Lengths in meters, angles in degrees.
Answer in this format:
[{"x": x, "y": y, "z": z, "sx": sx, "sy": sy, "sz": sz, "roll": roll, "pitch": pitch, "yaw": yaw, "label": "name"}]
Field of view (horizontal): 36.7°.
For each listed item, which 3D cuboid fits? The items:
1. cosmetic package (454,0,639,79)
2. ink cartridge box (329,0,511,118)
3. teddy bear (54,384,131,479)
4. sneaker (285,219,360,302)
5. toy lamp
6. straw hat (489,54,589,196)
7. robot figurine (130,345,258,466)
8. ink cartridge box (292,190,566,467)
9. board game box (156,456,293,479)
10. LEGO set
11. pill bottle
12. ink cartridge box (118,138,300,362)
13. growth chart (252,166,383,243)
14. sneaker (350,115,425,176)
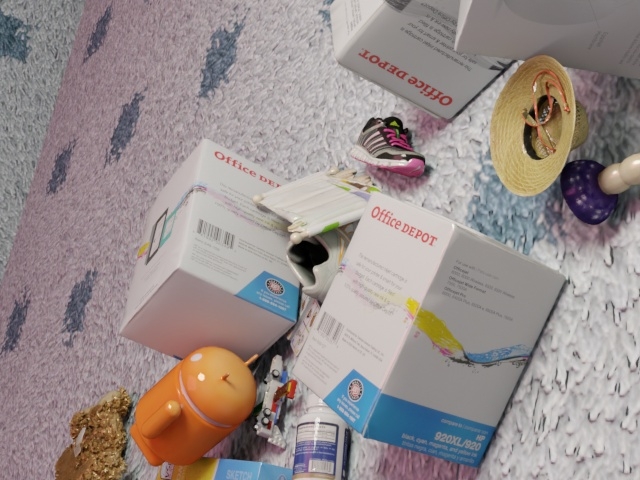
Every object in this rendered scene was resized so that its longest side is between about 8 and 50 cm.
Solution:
[{"x": 0.263, "y": -0.277, "z": 0.914, "sx": 0.224, "sy": 0.224, "sz": 0.138, "roll": 100, "pitch": 180, "yaw": -68, "label": "cosmetic package"}, {"x": 0.167, "y": -0.304, "z": 1.194, "sx": 0.273, "sy": 0.197, "sz": 0.114, "roll": -43, "pitch": 36, "yaw": 36, "label": "ink cartridge box"}, {"x": -0.425, "y": 0.435, "z": 1.802, "sx": 0.245, "sy": 0.113, "sz": 0.338, "roll": -43, "pitch": 30, "yaw": 26, "label": "teddy bear"}, {"x": 0.000, "y": 0.000, "z": 1.347, "sx": 0.099, "sy": 0.121, "sz": 0.262, "roll": -55, "pitch": 32, "yaw": 20, "label": "sneaker"}, {"x": 0.347, "y": -0.089, "z": 0.882, "sx": 0.274, "sy": 0.080, "sz": 0.080, "roll": -31, "pitch": 46, "yaw": 51, "label": "toy lamp"}, {"x": 0.239, "y": -0.115, "z": 0.986, "sx": 0.144, "sy": 0.061, "sz": 0.144, "roll": 1, "pitch": 91, "yaw": 64, "label": "straw hat"}, {"x": -0.179, "y": 0.237, "z": 1.388, "sx": 0.219, "sy": 0.158, "sz": 0.128, "roll": -42, "pitch": 38, "yaw": 26, "label": "robot figurine"}, {"x": 0.115, "y": 0.092, "z": 1.049, "sx": 0.171, "sy": 0.168, "sz": 0.233, "roll": 32, "pitch": 99, "yaw": 60, "label": "ink cartridge box"}, {"x": -0.162, "y": 0.435, "z": 1.385, "sx": 0.316, "sy": 0.064, "sz": 0.242, "roll": -15, "pitch": 58, "yaw": 55, "label": "board game box"}, {"x": -0.055, "y": 0.184, "z": 1.419, "sx": 0.244, "sy": 0.060, "sz": 0.182, "roll": -62, "pitch": 18, "yaw": 9, "label": "LEGO set"}, {"x": 0.001, "y": 0.260, "z": 1.229, "sx": 0.067, "sy": 0.067, "sz": 0.120, "roll": -29, "pitch": 48, "yaw": 48, "label": "pill bottle"}, {"x": -0.157, "y": 0.028, "z": 1.475, "sx": 0.197, "sy": 0.198, "sz": 0.270, "roll": -44, "pitch": 29, "yaw": 39, "label": "ink cartridge box"}, {"x": 0.002, "y": -0.059, "z": 1.366, "sx": 0.237, "sy": 0.172, "sz": 0.021, "roll": -142, "pitch": 37, "yaw": -64, "label": "growth chart"}, {"x": 0.097, "y": -0.135, "z": 1.334, "sx": 0.170, "sy": 0.063, "sz": 0.075, "roll": 31, "pitch": 104, "yaw": 65, "label": "sneaker"}]
